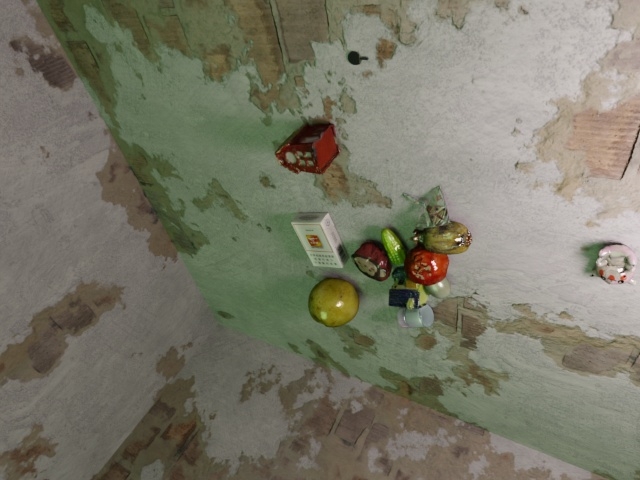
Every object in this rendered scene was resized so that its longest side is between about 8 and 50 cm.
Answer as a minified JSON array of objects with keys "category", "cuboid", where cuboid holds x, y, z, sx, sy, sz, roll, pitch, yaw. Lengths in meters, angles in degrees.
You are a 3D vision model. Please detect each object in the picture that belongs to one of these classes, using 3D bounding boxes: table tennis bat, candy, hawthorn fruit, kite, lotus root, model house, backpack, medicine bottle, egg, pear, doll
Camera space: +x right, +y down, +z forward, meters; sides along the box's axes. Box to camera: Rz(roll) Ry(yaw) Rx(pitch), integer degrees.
[{"category":"table tennis bat","cuboid":[0.138,-0.669,1.542,0.083,0.007,0.050,15,139,28]},{"category":"candy","cuboid":[0.355,0.025,2.062,0.097,0.096,0.209,-6,125,43]},{"category":"hawthorn fruit","cuboid":[0.480,0.120,1.940,0.208,0.243,0.207,4,100,25]},{"category":"kite","cuboid":[0.457,-0.144,1.805,0.250,0.012,0.229,38,123,27]},{"category":"lotus root","cuboid":[0.525,-0.012,1.850,0.278,0.154,0.154,-1,130,38]},{"category":"model house","cuboid":[-0.071,-0.403,1.847,0.254,0.196,0.160,7,137,34]},{"category":"backpack","cuboid":[0.277,0.121,2.182,0.229,0.139,0.229,37,157,19]},{"category":"medicine bottle","cuboid":[0.525,0.421,2.331,0.169,0.135,0.135,-19,117,47]},{"category":"egg","cuboid":[0.581,0.222,2.082,0.114,0.114,0.152,-16,117,47]},{"category":"model house","cuboid":[0.441,0.257,2.156,0.194,0.211,0.170,-2,131,42]},{"category":"pear","cuboid":[0.069,0.377,2.521,0.304,0.304,0.303,22,141,19]},{"category":"doll","cuboid":[1.087,0.090,1.552,0.149,0.095,0.192,14,141,36]}]

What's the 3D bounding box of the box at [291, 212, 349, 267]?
[{"category":"box","cuboid":[0.000,0.000,2.319,0.210,0.095,0.330,2,133,37]}]
